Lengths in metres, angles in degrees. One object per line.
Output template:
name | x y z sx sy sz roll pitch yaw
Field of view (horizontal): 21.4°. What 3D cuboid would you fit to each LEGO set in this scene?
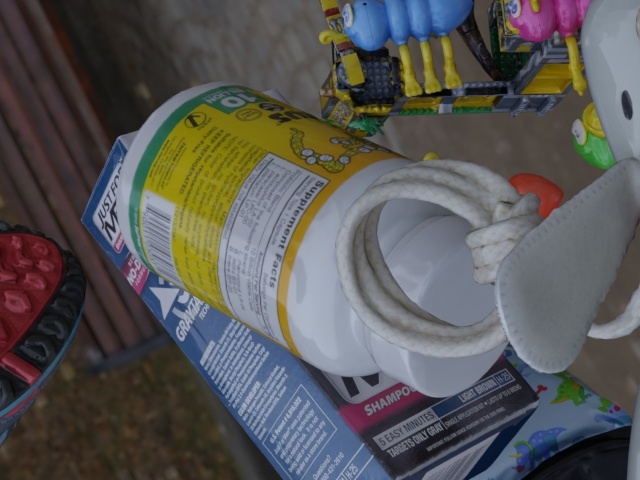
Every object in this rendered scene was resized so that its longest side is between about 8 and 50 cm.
LEGO set | 0.109 -0.245 1.364 0.192 0.254 0.331 124 151 -72

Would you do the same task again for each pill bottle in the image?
pill bottle | 0.000 0.000 0.879 0.208 0.117 0.118 27 146 40

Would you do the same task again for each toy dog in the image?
toy dog | 0.148 0.054 0.628 0.334 0.220 0.161 60 -176 13

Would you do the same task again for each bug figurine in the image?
bug figurine | 0.127 -0.096 1.096 0.072 0.216 0.279 81 172 -48

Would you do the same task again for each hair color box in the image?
hair color box | -0.012 0.051 1.317 0.347 0.174 0.105 49 135 20

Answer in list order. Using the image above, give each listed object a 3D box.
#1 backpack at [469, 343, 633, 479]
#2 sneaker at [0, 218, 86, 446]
backpack | 0.172 0.231 1.759 0.273 0.290 0.355 60 171 -15
sneaker | -0.204 0.099 0.747 0.104 0.262 0.125 35 152 11
